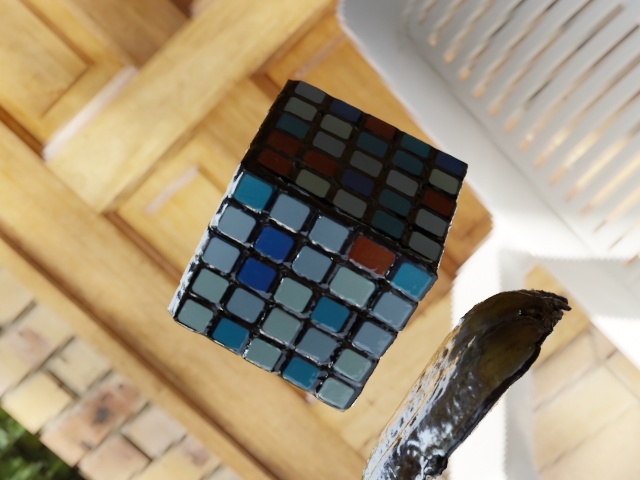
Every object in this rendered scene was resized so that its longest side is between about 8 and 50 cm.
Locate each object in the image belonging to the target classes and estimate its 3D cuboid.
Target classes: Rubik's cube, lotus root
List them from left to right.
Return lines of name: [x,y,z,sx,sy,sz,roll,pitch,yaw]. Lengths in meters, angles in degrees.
Rubik's cube: [0.000,0.000,1.257,0.184,0.187,0.182,-59,4,34]
lotus root: [0.108,0.166,1.372,0.329,0.078,0.167,-54,-9,22]
